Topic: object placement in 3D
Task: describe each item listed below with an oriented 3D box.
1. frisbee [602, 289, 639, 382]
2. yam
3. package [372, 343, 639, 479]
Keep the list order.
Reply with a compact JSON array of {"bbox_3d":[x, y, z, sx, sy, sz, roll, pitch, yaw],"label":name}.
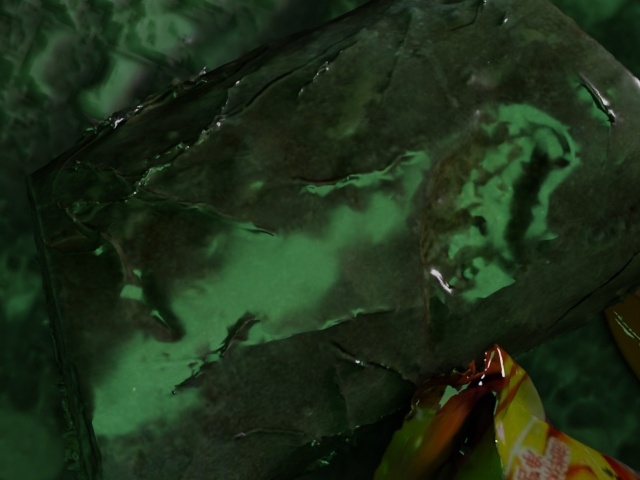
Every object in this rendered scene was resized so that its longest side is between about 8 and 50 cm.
[{"bbox_3d":[0.206,-0.001,0.703,0.192,0.035,0.192,0,90,-9],"label":"frisbee"},{"bbox_3d":[0.000,0.000,0.618,0.254,0.154,0.154,-30,95,-6],"label":"yam"},{"bbox_3d":[0.101,0.169,0.632,0.288,0.108,0.223,33,112,-13],"label":"package"}]
